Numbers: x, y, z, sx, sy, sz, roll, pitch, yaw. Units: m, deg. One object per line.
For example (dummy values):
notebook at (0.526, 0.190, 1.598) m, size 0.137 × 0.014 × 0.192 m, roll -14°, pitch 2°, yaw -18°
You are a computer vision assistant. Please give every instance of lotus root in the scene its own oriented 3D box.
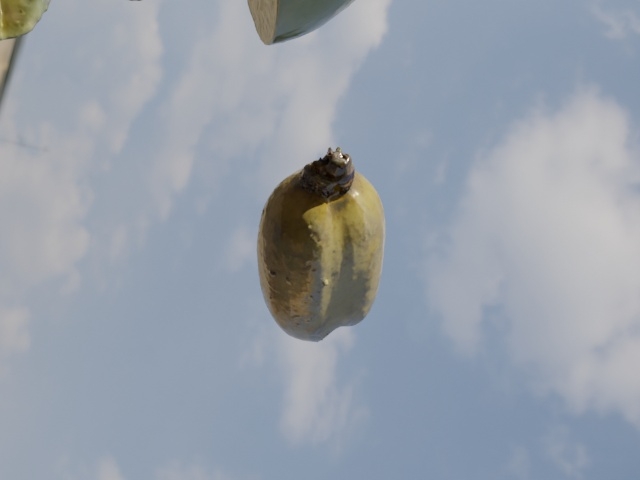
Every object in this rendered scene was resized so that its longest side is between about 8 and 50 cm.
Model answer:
lotus root at (0.000, 0.000, 1.414) m, size 0.151 × 0.169 × 0.342 m, roll 55°, pitch -22°, yaw 35°

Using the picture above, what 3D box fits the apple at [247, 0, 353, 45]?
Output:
apple at (-0.069, -0.304, 0.869) m, size 0.254 × 0.292 × 0.292 m, roll 100°, pitch -14°, yaw -65°

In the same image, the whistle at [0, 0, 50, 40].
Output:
whistle at (-0.173, -0.228, 0.614) m, size 0.326 × 0.057 × 0.068 m, roll -99°, pitch -173°, yaw -46°
